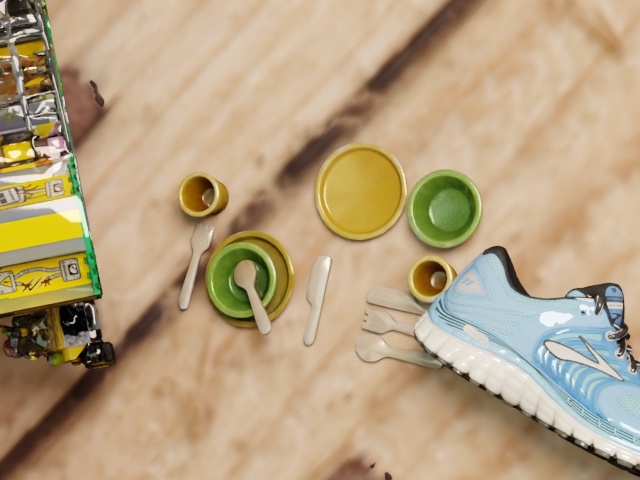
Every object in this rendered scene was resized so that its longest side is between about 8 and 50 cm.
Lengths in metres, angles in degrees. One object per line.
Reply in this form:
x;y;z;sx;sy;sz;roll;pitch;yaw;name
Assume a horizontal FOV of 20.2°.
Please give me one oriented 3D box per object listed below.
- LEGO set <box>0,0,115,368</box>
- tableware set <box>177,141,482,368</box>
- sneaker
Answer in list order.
-0.221;-0.082;0.839;0.192;0.255;0.331;-12;93;-7;LEGO set
0.000;0.000;0.871;0.154;0.024;0.104;13;90;22;tableware set
0.123;0.055;0.799;0.162;0.063;0.073;30;88;17;sneaker
